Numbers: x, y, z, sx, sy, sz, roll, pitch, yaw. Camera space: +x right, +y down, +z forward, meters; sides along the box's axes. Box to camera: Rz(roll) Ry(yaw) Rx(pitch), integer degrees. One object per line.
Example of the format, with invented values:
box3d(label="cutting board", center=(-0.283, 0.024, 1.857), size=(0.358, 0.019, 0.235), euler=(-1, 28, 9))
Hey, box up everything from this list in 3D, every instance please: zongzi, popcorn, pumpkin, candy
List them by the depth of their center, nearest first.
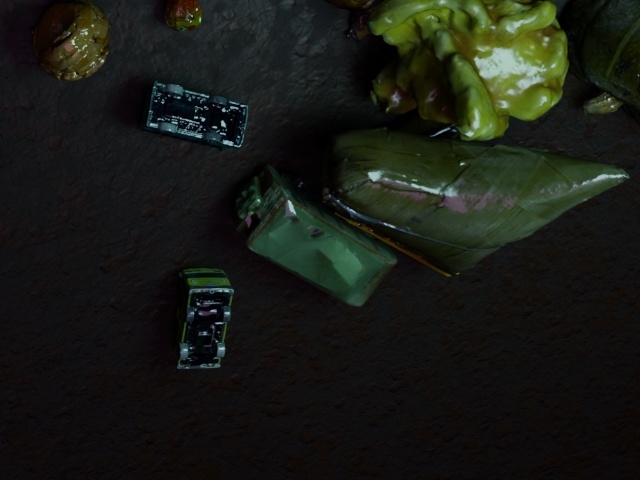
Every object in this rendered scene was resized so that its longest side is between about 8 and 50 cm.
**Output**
box3d(label="candy", center=(-0.199, -0.415, 1.649), size=(0.060, 0.060, 0.201), euler=(3, 110, -20))
box3d(label="popcorn", center=(0.225, -0.300, 1.666), size=(0.325, 0.321, 0.290), euler=(30, 92, -19))
box3d(label="zongzi", center=(0.217, -0.103, 1.701), size=(0.356, 0.174, 0.393), euler=(22, 152, -30))
box3d(label="zongzi", center=(0.190, -0.216, 1.851), size=(0.204, 0.094, 0.205), euler=(14, 112, -29))
box3d(label="pumpkin", center=(0.564, -0.284, 1.867), size=(0.325, 0.232, 0.242), euler=(29, 109, -25))

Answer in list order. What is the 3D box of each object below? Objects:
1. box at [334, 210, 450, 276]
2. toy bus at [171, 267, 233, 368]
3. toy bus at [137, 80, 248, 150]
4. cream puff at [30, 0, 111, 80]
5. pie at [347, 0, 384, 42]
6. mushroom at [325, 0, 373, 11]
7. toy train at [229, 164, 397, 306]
box3d(label="box", center=(0.151, -0.057, 1.912), size=(0.269, 0.043, 0.152), euler=(29, 62, -28))
box3d(label="toy bus", center=(-0.211, 0.133, 1.914), size=(0.088, 0.101, 0.175), euler=(1, 122, -19))
box3d(label="toy bus", center=(-0.205, -0.197, 1.737), size=(0.160, 0.092, 0.079), euler=(11, 85, -23))
box3d(label="cream puff", center=(-0.368, -0.295, 1.621), size=(0.133, 0.119, 0.104), euler=(-31, 147, 33))
box3d(label="pie", center=(0.112, -0.386, 1.771), size=(0.170, 0.034, 0.092), euler=(-29, 127, 0))
box3d(label="mushroom", center=(0.060, -0.474, 1.658), size=(0.208, 0.301, 0.233), euler=(-20, 99, 26))
box3d(label="toy train", center=(0.000, 0.000, 1.878), size=(0.326, 0.159, 0.129), euler=(31, 108, -30))
